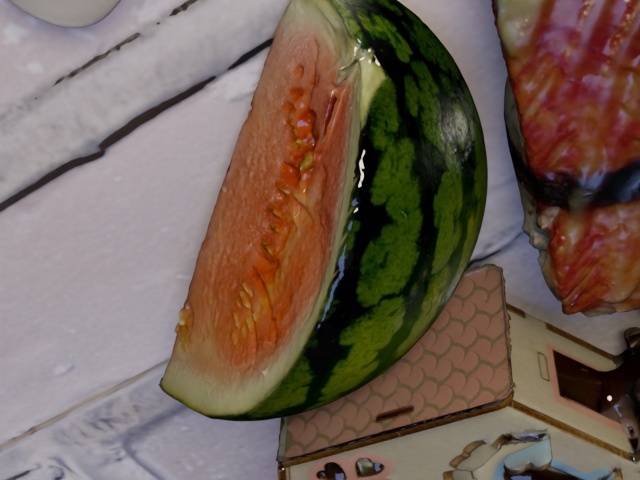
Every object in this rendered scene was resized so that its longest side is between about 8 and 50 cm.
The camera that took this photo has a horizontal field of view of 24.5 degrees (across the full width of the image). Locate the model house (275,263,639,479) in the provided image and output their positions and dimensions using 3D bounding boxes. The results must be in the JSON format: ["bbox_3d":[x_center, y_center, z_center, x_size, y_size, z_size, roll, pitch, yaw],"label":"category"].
[{"bbox_3d":[0.083,0.150,1.001,0.244,0.169,0.326,28,129,-18],"label":"model house"}]

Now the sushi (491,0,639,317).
[{"bbox_3d":[0.166,-0.068,0.831,0.124,0.130,0.332,-6,127,15],"label":"sushi"}]

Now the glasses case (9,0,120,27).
[{"bbox_3d":[-0.105,-0.192,0.774,0.081,0.051,0.204,30,127,-21],"label":"glasses case"}]

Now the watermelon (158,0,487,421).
[{"bbox_3d":[0.003,0.015,0.860,0.159,0.128,0.304,23,119,1],"label":"watermelon"}]
